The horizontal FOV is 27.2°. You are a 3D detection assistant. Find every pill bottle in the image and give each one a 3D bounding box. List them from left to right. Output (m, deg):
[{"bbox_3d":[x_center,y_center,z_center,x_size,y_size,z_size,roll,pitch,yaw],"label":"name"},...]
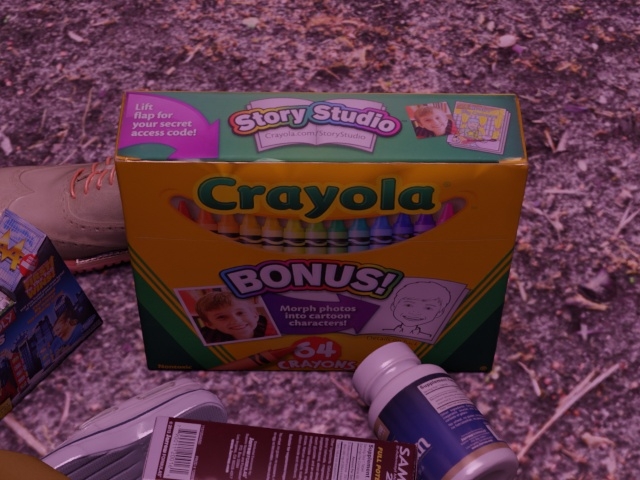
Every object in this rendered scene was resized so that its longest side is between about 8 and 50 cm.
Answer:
[{"bbox_3d":[0.105,0.180,1.279,0.094,0.094,0.169,-26,55,-20],"label":"pill bottle"}]

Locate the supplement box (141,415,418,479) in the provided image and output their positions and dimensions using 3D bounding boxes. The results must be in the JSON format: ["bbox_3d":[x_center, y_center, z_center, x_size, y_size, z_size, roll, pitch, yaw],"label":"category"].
[{"bbox_3d":[-0.035,0.234,1.211,0.239,0.130,0.073,6,50,4],"label":"supplement box"}]

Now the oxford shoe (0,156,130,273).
[{"bbox_3d":[-0.218,-0.056,1.439,0.397,0.146,0.140,0,51,0],"label":"oxford shoe"}]

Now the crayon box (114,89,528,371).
[{"bbox_3d":[0.000,0.000,1.286,0.363,0.313,0.106,0,50,0],"label":"crayon box"}]

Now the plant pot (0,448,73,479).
[{"bbox_3d":[-0.266,0.290,1.101,0.212,0.212,0.187,27,15,21],"label":"plant pot"}]

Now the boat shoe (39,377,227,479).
[{"bbox_3d":[-0.201,0.205,1.281,0.226,0.083,0.076,-21,31,-24],"label":"boat shoe"}]

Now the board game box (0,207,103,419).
[{"bbox_3d":[-0.310,0.073,1.301,0.060,0.194,0.194,30,56,22],"label":"board game box"}]
